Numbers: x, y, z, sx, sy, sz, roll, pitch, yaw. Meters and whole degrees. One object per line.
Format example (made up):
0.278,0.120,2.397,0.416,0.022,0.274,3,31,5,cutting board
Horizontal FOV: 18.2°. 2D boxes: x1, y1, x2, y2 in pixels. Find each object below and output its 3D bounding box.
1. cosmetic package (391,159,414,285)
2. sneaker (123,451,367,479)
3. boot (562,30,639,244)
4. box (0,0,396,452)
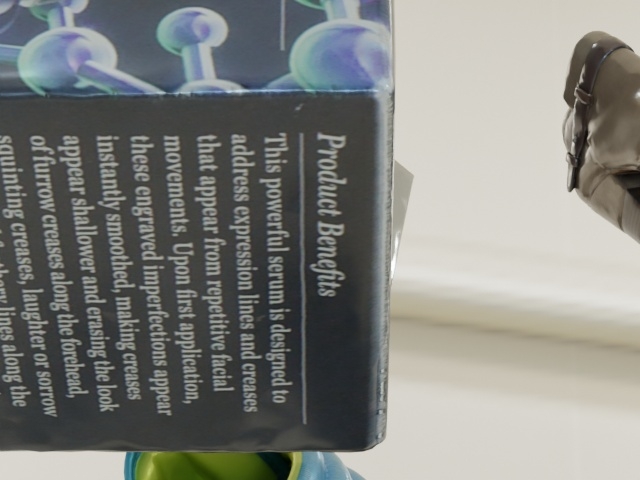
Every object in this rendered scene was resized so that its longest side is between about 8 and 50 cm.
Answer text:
0.000,0.000,1.734,0.107,0.238,0.127,39,-64,-7,cosmetic package
-0.052,0.179,1.071,0.208,0.127,0.319,38,-38,-18,sneaker
0.129,-0.057,0.808,0.042,0.087,0.118,-1,-49,-23,boot
-0.168,-0.087,0.826,0.395,0.293,0.212,0,-41,-1,box
